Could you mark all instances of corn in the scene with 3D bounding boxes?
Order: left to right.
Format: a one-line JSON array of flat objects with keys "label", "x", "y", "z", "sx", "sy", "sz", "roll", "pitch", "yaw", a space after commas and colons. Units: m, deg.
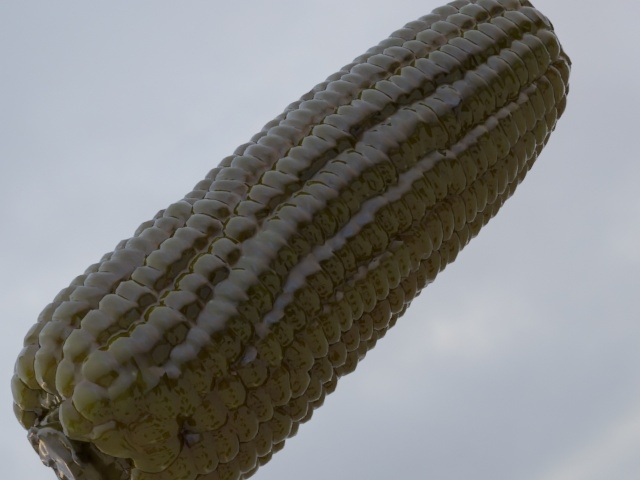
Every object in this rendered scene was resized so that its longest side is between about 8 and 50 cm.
[{"label": "corn", "x": 0.000, "y": 0.000, "z": 0.541, "sx": 0.231, "sy": 0.080, "sz": 0.080, "roll": -41, "pitch": -9, "yaw": -31}]
